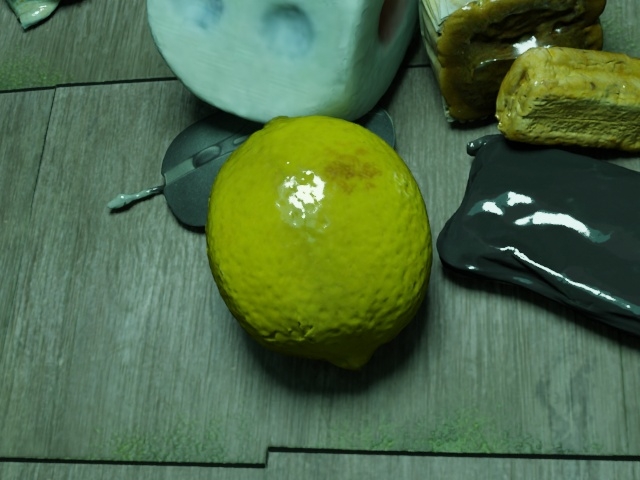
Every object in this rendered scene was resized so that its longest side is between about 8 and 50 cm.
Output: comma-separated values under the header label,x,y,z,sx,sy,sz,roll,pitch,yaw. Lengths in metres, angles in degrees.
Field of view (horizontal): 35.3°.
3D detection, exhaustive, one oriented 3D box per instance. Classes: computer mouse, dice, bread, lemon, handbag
label,x,y,z,sx,sy,sz,roll,pitch,yaw
computer mouse,-0.094,-0.101,1.251,0.379,0.090,0.167,-16,61,5
dice,-0.030,-0.308,1.178,0.262,0.265,0.268,20,41,15
bread,0.230,-0.243,1.193,0.209,0.192,0.110,-11,49,3
lemon,-0.001,-0.001,1.089,0.267,0.267,0.267,-4,64,9
bread,0.311,-0.161,1.155,0.211,0.114,0.083,6,49,-15
handbag,0.295,-0.006,1.131,0.332,0.075,0.192,19,67,21

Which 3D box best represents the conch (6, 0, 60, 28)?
label,x,y,z,sx,sy,sz,roll,pitch,yaw
conch,-0.391,-0.413,1.436,0.172,0.131,0.200,33,74,22
